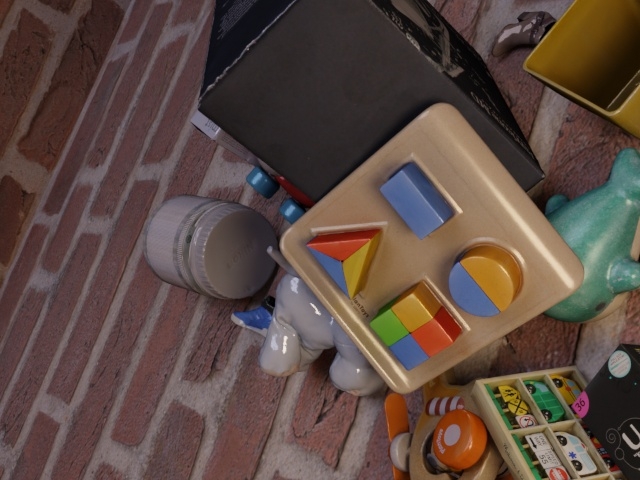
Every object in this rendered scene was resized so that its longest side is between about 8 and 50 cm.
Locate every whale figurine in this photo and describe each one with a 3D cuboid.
[{"bbox_3d":[0.386,-0.007,1.136,0.272,0.141,0.216,-61,36,27],"label":"whale figurine"}]

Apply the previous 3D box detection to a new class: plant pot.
[{"bbox_3d":[0.485,-0.267,1.197,0.212,0.187,0.212,-51,41,10],"label":"plant pot"}]

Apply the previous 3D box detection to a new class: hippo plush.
[{"bbox_3d":[0.045,0.145,1.411,0.237,0.234,0.294,20,116,24],"label":"hippo plush"}]

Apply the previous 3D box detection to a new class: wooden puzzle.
[{"bbox_3d":[0.141,0.030,1.122,0.348,0.322,0.080,-39,-1,28],"label":"wooden puzzle"}]

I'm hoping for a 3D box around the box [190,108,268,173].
[{"bbox_3d":[-0.117,-0.284,1.774,0.231,0.262,0.127,-55,45,6],"label":"box"}]

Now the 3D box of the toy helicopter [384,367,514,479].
[{"bbox_3d":[0.186,0.273,1.249,0.235,0.140,0.355,-45,30,30],"label":"toy helicopter"}]

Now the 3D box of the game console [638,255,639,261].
[{"bbox_3d":[0.595,-0.002,1.017,0.342,0.060,0.386,-32,46,29],"label":"game console"}]

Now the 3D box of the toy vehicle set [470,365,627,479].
[{"bbox_3d":[0.331,0.288,1.036,0.266,0.166,0.035,-114,25,-44],"label":"toy vehicle set"}]

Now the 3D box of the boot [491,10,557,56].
[{"bbox_3d":[0.391,-0.389,1.489,0.118,0.042,0.087,-53,42,8],"label":"boot"}]

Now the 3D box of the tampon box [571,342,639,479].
[{"bbox_3d":[0.427,0.229,0.988,0.120,0.102,0.161,-64,35,27],"label":"tampon box"}]

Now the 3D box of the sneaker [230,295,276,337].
[{"bbox_3d":[-0.125,0.156,1.668,0.152,0.058,0.084,17,85,46],"label":"sneaker"}]

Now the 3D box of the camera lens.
[{"bbox_3d":[-0.256,0.012,1.771,0.274,0.219,0.219,11,75,49],"label":"camera lens"}]

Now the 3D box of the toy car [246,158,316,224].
[{"bbox_3d":[-0.052,-0.167,1.616,0.210,0.238,0.219,44,95,15],"label":"toy car"}]

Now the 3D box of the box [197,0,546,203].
[{"bbox_3d":[0.072,-0.275,1.328,0.297,0.480,0.471,-40,29,24],"label":"box"}]
